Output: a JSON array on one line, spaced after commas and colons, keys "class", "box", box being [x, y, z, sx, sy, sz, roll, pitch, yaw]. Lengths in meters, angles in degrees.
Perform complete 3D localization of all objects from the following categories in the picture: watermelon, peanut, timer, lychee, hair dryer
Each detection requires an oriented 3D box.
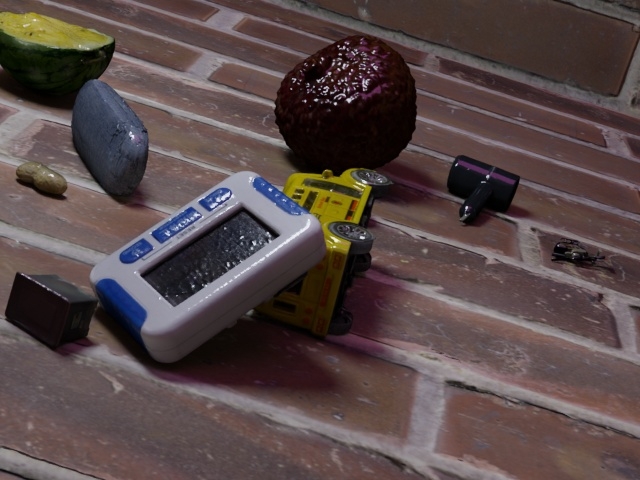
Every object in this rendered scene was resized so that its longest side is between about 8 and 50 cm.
[{"class": "watermelon", "box": [-0.463, -0.315, 2.281, 0.232, 0.127, 0.204, 21, 20, 15]}, {"class": "peanut", "box": [-0.397, -0.090, 1.884, 0.083, 0.037, 0.037, 21, 20, 22]}, {"class": "timer", "box": [-0.132, 0.032, 1.579, 0.253, 0.078, 0.178, -34, 45, -19]}, {"class": "lychee", "box": [0.051, -0.229, 2.317, 0.260, 0.261, 0.260, 15, 20, -6]}, {"class": "hair dryer", "box": [0.273, -0.078, 2.367, 0.124, 0.072, 0.219, 20, 29, 12]}]

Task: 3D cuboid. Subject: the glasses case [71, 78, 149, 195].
[{"class": "glasses case", "box": [-0.324, -0.160, 2.016, 0.067, 0.109, 0.282, 11, 20, -29]}]

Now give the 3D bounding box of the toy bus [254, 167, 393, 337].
[{"class": "toy bus", "box": [0.000, 0.000, 1.812, 0.152, 0.144, 0.330, 15, 22, 3]}]

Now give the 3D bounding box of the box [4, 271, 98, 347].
[{"class": "box", "box": [-0.303, 0.075, 1.498, 0.084, 0.060, 0.063, 26, 17, 26]}]

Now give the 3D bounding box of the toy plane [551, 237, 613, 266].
[{"class": "toy plane", "box": [0.444, 0.024, 2.269, 0.120, 0.031, 0.049, 8, 27, -18]}]
